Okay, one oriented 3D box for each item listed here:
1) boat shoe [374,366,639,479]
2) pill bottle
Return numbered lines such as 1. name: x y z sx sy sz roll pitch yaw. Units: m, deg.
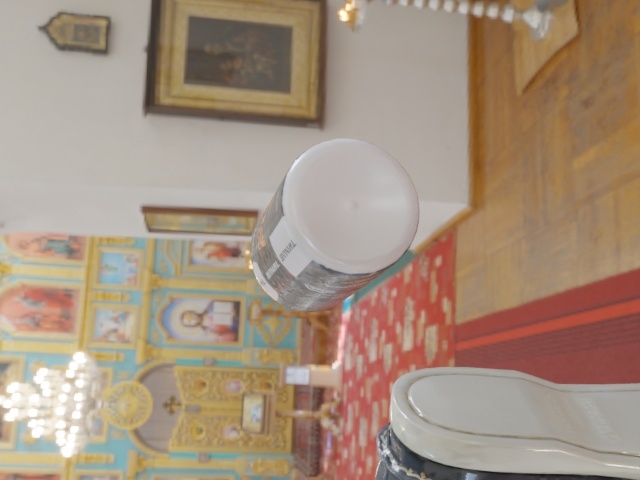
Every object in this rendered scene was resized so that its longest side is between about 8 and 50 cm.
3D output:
1. boat shoe: 0.152 0.123 0.371 0.095 0.254 0.079 -99 17 -67
2. pill bottle: 0.000 0.000 0.789 0.246 0.130 0.131 131 142 -69
